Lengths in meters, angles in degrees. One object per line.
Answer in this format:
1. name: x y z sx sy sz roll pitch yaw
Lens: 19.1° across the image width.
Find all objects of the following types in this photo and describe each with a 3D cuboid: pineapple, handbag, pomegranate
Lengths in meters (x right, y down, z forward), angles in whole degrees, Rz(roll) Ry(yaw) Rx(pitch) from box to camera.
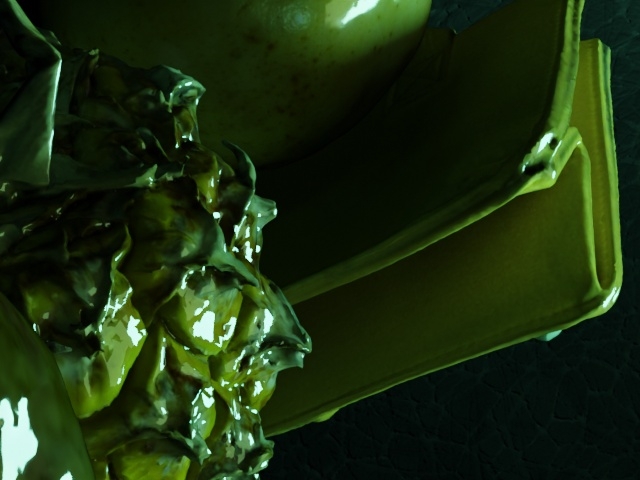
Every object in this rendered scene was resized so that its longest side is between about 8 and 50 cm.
1. pineapple: -0.091 0.020 0.813 0.158 0.161 0.334 66 21 -69
2. handbag: 0.000 0.000 1.177 0.133 0.401 0.283 51 26 -27
3. pomegranate: -0.050 -0.150 1.106 0.233 0.233 0.233 9 90 -87

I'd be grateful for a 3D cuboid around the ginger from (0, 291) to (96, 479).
1. ginger: -0.149 0.111 0.612 0.165 0.172 0.321 -35 158 -24
